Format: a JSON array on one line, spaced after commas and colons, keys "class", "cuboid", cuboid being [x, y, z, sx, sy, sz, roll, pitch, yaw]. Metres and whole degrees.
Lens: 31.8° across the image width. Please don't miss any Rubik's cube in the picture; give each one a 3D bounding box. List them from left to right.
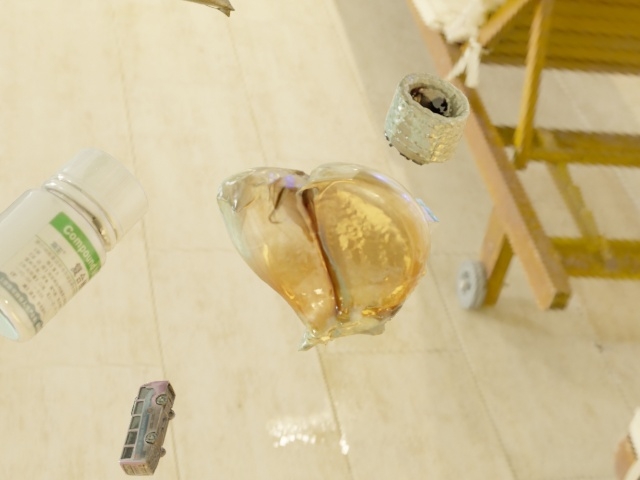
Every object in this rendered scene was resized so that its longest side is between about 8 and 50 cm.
[{"class": "Rubik's cube", "cuboid": [0.142, -0.027, 1.864, 0.084, 0.073, 0.075, 14, 34, -34]}]

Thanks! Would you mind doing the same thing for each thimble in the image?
[{"class": "thimble", "cuboid": [0.151, -0.174, 1.612, 0.102, 0.090, 0.115, -7, 50, -25]}]

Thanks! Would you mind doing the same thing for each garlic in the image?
[{"class": "garlic", "cuboid": [0.000, 0.000, 1.687, 0.286, 0.313, 0.249, -4, 31, 44]}]

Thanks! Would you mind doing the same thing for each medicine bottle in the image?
[{"class": "medicine bottle", "cuboid": [-0.331, 0.002, 1.385, 0.139, 0.139, 0.237, 31, 60, 19]}]

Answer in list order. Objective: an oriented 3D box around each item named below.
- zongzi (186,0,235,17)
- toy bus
[{"class": "zongzi", "cuboid": [-0.328, -0.509, 2.054, 0.260, 0.123, 0.289, 24, -1, 40]}, {"class": "toy bus", "cuboid": [-0.221, 0.240, 1.441, 0.052, 0.037, 0.130, -6, 44, 14]}]
